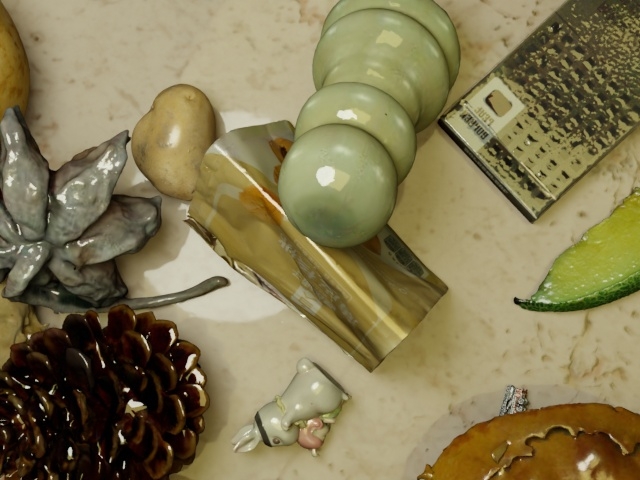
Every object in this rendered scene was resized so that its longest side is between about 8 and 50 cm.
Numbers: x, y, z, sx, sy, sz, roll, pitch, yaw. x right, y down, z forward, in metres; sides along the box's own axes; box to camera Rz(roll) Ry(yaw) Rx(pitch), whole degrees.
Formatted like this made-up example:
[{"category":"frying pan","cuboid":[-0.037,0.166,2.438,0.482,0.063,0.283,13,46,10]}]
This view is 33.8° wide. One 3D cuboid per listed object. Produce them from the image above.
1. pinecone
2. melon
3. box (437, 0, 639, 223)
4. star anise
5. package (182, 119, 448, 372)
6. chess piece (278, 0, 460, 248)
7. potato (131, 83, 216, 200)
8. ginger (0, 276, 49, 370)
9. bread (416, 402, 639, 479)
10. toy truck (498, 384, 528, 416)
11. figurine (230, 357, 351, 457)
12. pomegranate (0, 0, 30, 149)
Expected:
[{"category":"pinecone","cuboid":[-0.274,0.201,1.221,0.246,0.292,0.246,6,99,36]},{"category":"melon","cuboid":[0.361,0.019,1.321,0.262,0.053,0.114,-31,78,0]},{"category":"box","cuboid":[0.327,-0.197,1.334,0.325,0.047,0.180,-43,86,0]},{"category":"star anise","cuboid":[-0.301,-0.011,1.237,0.360,0.315,0.139,-9,46,-5]},{"category":"package","cuboid":[-0.020,0.022,1.283,0.311,0.221,0.165,44,110,5]},{"category":"chess piece","cuboid":[0.048,-0.130,1.194,0.182,0.182,0.330,17,46,4]},{"category":"potato","cuboid":[-0.182,-0.125,1.329,0.112,0.112,0.147,6,80,3]},{"category":"ginger","cuboid":[-0.465,0.103,1.314,0.267,0.152,0.138,0,44,8]},{"category":"bread","cuboid":[0.285,0.362,1.214,0.358,0.204,0.336,-6,76,5]},{"category":"toy truck","cuboid":[0.238,0.224,1.325,0.032,0.024,0.083,13,85,26]},{"category":"figurine","cuboid":[-0.031,0.229,1.309,0.098,0.081,0.146,41,89,4]},{"category":"pomegranate","cuboid":[-0.494,-0.195,1.256,0.307,0.307,0.307,0,87,3]}]
